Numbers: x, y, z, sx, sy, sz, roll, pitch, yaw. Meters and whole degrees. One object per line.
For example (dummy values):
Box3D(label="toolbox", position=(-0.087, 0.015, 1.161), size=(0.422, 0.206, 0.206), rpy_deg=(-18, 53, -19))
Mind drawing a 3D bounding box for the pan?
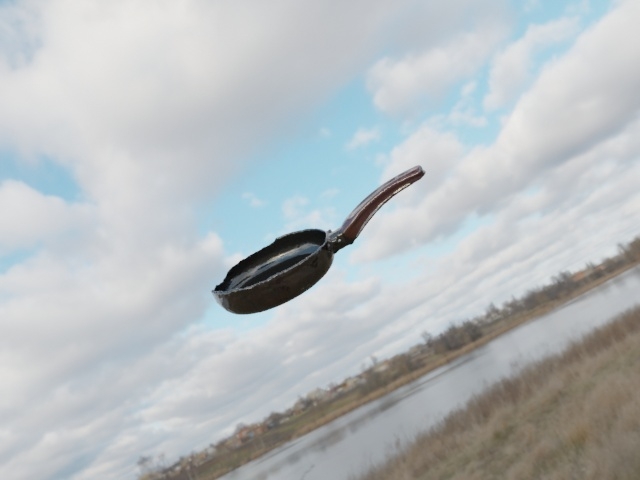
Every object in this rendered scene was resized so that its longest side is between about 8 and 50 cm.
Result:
Box3D(label="pan", position=(0.002, 0.002, 0.514), size=(0.212, 0.040, 0.115), rpy_deg=(-30, 16, 10))
